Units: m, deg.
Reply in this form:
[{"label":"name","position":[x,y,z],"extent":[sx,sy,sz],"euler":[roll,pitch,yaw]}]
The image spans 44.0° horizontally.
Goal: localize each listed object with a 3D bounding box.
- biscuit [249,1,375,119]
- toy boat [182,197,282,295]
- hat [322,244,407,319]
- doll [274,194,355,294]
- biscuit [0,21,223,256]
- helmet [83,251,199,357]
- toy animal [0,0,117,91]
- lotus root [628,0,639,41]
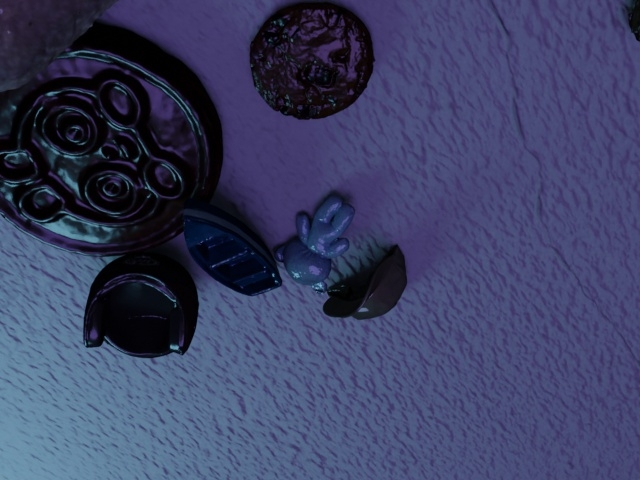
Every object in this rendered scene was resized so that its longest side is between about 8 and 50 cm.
[{"label":"biscuit","position":[-0.013,-0.269,1.191],"extent":[0.191,0.049,0.192],"euler":[-2,123,-3]},{"label":"toy boat","position":[-0.155,0.011,1.320],"extent":[0.096,0.062,0.299],"euler":[-19,150,13]},{"label":"hat","position":[0.091,0.111,1.417],"extent":[0.166,0.173,0.144],"euler":[-36,116,23]},{"label":"doll","position":[0.002,0.000,1.392],"extent":[0.120,0.075,0.180],"euler":[40,108,18]},{"label":"biscuit","position":[-0.356,-0.139,1.238],"extent":[0.406,0.091,0.408],"euler":[-2,128,-2]},{"label":"helmet","position":[-0.306,0.118,1.370],"extent":[0.189,0.193,0.216],"euler":[4,137,-4]},{"label":"toy animal","position":[-0.419,-0.322,1.010],"extent":[0.358,0.188,0.226],"euler":[-46,112,-12]},{"label":"lotus root","position":[0.524,-0.347,1.161],"extent":[0.144,0.070,0.143],"euler":[-7,134,-4]}]
